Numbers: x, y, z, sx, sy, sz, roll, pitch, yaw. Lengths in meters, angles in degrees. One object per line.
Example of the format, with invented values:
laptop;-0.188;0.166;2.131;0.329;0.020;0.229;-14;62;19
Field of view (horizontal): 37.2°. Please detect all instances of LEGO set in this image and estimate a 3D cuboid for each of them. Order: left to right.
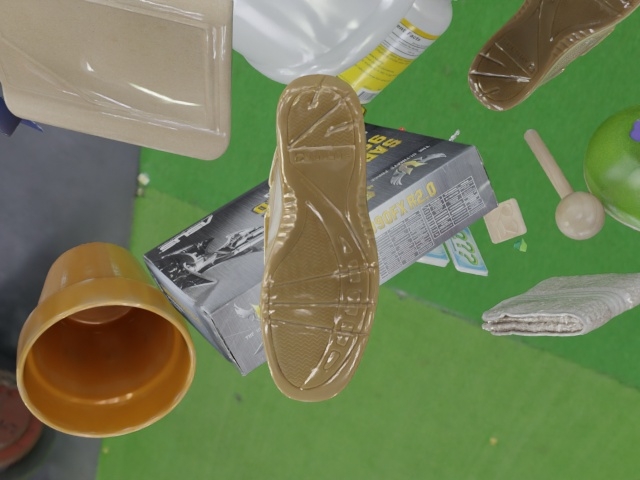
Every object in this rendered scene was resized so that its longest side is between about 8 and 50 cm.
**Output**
LEGO set;0.107;-0.077;1.146;0.182;0.244;0.060;12;133;-31

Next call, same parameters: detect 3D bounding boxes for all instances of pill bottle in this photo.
pill bottle;0.105;-0.388;1.661;0.188;0.188;0.334;42;123;-12

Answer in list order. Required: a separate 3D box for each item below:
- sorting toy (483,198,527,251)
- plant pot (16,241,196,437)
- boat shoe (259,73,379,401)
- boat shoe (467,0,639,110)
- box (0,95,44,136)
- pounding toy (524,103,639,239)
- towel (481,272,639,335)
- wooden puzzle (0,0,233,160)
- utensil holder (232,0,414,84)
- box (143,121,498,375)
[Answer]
sorting toy;0.290;-0.018;1.472;0.062;0.012;0.083;-22;85;41
plant pot;-0.270;0.105;1.180;0.205;0.188;0.205;-9;124;-13
boat shoe;0.000;0.000;0.512;0.063;0.059;0.170;4;84;-1
boat shoe;0.336;-0.312;1.270;0.122;0.110;0.341;52;129;5
box;-0.421;-0.179;1.047;0.136;0.037;0.225;22;167;38
pounding toy;0.362;-0.104;1.041;0.236;0.183;0.110;-9;144;-1
towel;0.404;0.102;1.575;0.282;0.187;0.049;-11;102;64
wooden puzzle;-0.182;-0.166;0.813;0.220;0.044;0.239;13;153;-1
utensil holder;-0.102;-0.411;1.104;0.327;0.328;0.385;-24;146;35
box;-0.008;-0.006;0.739;0.056;0.231;0.183;63;165;-22
